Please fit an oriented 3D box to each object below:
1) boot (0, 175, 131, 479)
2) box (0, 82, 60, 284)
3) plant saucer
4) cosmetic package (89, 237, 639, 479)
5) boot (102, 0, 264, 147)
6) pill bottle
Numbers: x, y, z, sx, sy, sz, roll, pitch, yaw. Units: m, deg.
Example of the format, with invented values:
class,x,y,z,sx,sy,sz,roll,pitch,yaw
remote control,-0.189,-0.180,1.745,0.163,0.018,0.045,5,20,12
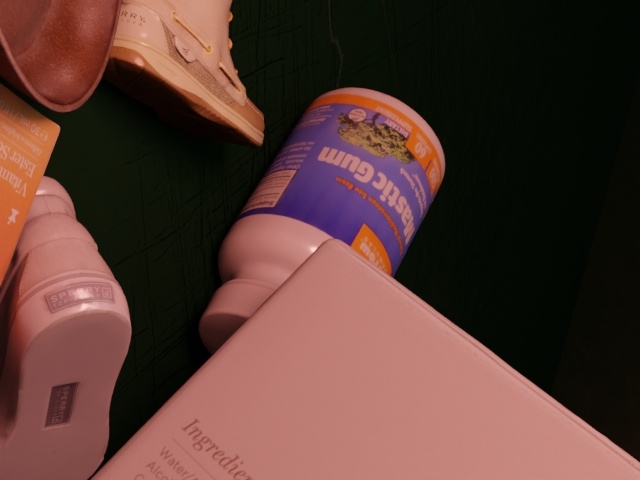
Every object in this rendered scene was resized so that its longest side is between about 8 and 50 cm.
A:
class,x,y,z,sx,sy,sz,roll,pitch,yaw
boot,-0.193,0.075,0.792,0.095,0.123,0.258,-3,140,-32
box,-0.240,-0.019,0.660,0.130,0.091,0.170,42,62,-61
plant saucer,-0.169,-0.228,0.676,0.310,0.050,0.311,0,90,-84
cosmetic package,0.023,0.286,0.906,0.394,0.327,0.329,-46,148,-12
boot,-0.088,-0.172,0.938,0.213,0.077,0.165,34,67,-62
pill bottle,0.000,0.000,1.096,0.272,0.152,0.152,-61,149,-34
